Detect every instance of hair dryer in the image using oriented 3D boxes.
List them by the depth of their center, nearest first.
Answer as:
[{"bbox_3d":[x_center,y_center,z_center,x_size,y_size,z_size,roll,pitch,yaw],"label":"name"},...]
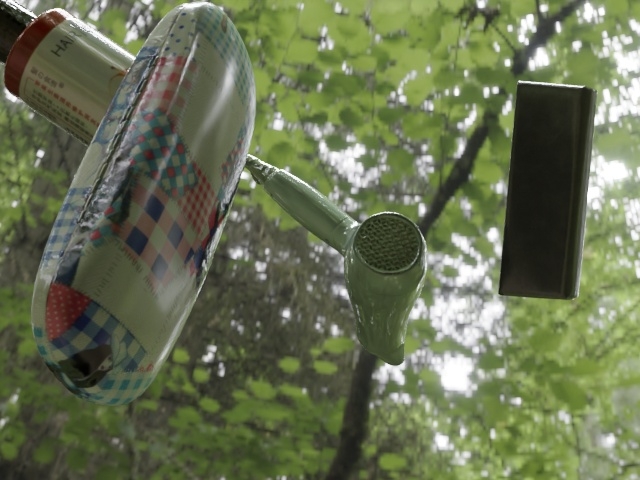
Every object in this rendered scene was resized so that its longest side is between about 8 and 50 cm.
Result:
[{"bbox_3d":[0.000,0.000,1.125,0.237,0.075,0.206,42,-22,20],"label":"hair dryer"}]

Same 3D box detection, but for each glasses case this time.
[{"bbox_3d":[-0.119,-0.036,0.865,0.076,0.327,0.125,1,-37,23],"label":"glasses case"},{"bbox_3d":[0.199,-0.043,1.042,0.072,0.042,0.190,6,-87,30],"label":"glasses case"}]

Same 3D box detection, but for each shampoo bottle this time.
[{"bbox_3d":[-0.243,-0.162,1.202,0.278,0.104,0.104,34,-53,8],"label":"shampoo bottle"}]
